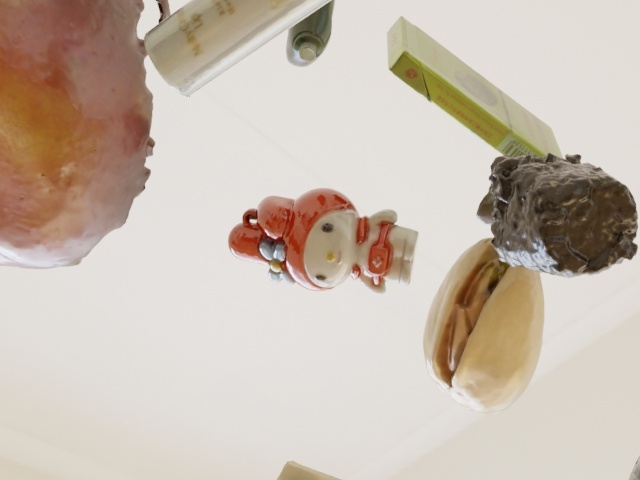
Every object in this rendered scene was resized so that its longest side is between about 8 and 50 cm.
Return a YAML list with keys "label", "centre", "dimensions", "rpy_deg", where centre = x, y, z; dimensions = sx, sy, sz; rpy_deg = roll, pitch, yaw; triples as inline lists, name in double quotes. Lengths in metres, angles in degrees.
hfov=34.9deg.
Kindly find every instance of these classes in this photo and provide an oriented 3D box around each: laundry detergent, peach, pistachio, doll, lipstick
- label: "laundry detergent"
  centre: [-0.017, -0.306, 1.446]
  dimensions: [0.063, 0.211, 0.137]
  rpy_deg: [17, -51, -13]
- label: "peach"
  centre: [-0.326, -0.169, 0.929]
  dimensions: [0.310, 0.406, 0.335]
  rpy_deg: [11, -33, -37]
- label: "pistachio"
  centre: [0.278, 0.145, 1.689]
  dimensions: [0.214, 0.193, 0.318]
  rpy_deg: [-18, -51, -50]
- label: "doll"
  centre: [0.000, 0.000, 1.533]
  dimensions: [0.290, 0.130, 0.161]
  rpy_deg: [11, -67, 11]
- label: "lipstick"
  centre: [-0.009, -0.192, 0.716]
  dimensions: [0.264, 0.059, 0.059]
  rpy_deg: [-31, -45, 18]

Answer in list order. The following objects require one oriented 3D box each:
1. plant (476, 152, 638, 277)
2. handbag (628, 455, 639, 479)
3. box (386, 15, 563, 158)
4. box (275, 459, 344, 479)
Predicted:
- label: "plant"
  centre: [0.252, -0.027, 1.124]
  dimensions: [0.131, 0.203, 0.143]
  rpy_deg: [-9, -71, -19]
- label: "handbag"
  centre: [0.287, 0.169, 0.398]
  dimensions: [0.241, 0.315, 0.109]
  rpy_deg: [10, -75, -27]
- label: "box"
  centre: [0.249, -0.223, 1.636]
  dimensions: [0.335, 0.187, 0.047]
  rpy_deg: [34, -64, -15]
- label: "box"
  centre: [0.067, 0.262, 0.736]
  dimensions: [0.212, 0.095, 0.168]
  rpy_deg: [12, -31, 32]
